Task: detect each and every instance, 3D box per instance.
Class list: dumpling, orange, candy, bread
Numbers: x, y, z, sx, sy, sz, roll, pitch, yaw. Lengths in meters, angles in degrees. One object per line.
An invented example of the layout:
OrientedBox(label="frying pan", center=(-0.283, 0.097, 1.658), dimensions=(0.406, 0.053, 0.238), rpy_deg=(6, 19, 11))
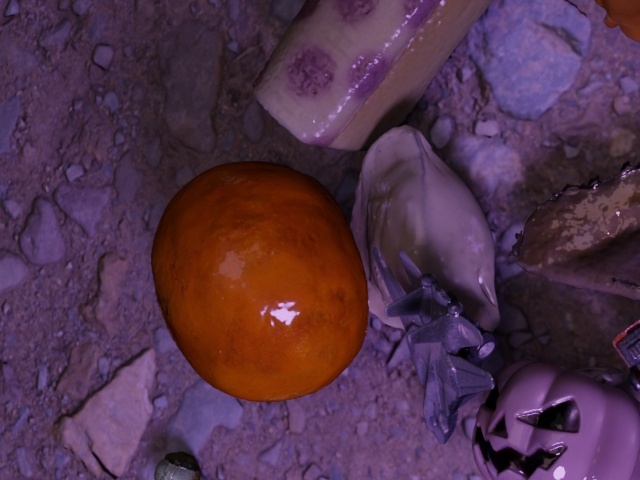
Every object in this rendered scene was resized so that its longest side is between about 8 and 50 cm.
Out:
OrientedBox(label="dumpling", center=(0.367, 0.004, 1.360), dimensions=(0.332, 0.086, 0.166), rpy_deg=(20, 81, 34))
OrientedBox(label="orange", center=(-0.070, 0.047, 1.524), dimensions=(0.284, 0.226, 0.283), rpy_deg=(161, 90, -72))
OrientedBox(label="candy", center=(-0.119, 0.318, 1.664), dimensions=(0.203, 0.061, 0.061), rpy_deg=(19, 94, 25))
OrientedBox(label="bread", center=(0.082, -0.265, 1.518), dimensions=(0.155, 0.187, 0.338), rpy_deg=(47, 109, 24))
OrientedBox(label="dumpling", center=(0.099, 0.003, 1.502), dimensions=(0.179, 0.131, 0.252), rpy_deg=(-21, 95, 47))

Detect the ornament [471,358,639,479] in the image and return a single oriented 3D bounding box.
OrientedBox(label="ornament", center=(0.246, 0.193, 1.354), dimensions=(0.178, 0.177, 0.177), rpy_deg=(-5, 81, 32))

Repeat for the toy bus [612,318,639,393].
OrientedBox(label="toy bus", center=(0.372, 0.165, 1.341), dimensions=(0.065, 0.077, 0.192), rpy_deg=(-40, 67, 25))

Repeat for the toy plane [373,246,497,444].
OrientedBox(label="toy plane", center=(0.137, 0.135, 1.427), dimensions=(0.088, 0.267, 0.212), rpy_deg=(-33, 51, -11))

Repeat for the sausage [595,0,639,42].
OrientedBox(label="sausage", center=(0.376, -0.312, 1.373), dimensions=(0.241, 0.120, 0.136), rpy_deg=(-55, 45, 16))
